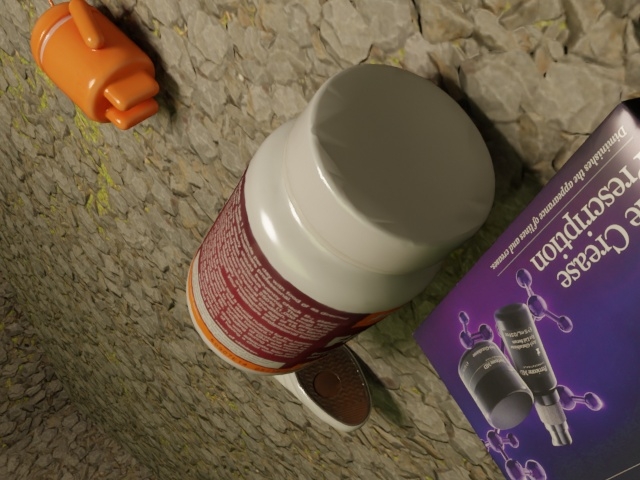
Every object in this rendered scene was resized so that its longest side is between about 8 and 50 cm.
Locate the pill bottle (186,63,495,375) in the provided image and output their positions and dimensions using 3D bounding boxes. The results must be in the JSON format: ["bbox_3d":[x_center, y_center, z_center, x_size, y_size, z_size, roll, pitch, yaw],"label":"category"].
[{"bbox_3d":[0.000,0.000,0.717,0.224,0.224,0.392,49,146,3],"label":"pill bottle"}]

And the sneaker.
[{"bbox_3d":[-0.026,0.202,1.049,0.290,0.106,0.123,46,151,27],"label":"sneaker"}]

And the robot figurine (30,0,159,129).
[{"bbox_3d":[-0.332,-0.262,0.942,0.219,0.128,0.158,43,-172,12],"label":"robot figurine"}]

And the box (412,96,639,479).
[{"bbox_3d":[0.198,0.060,0.426,0.184,0.103,0.261,56,143,23],"label":"box"}]
